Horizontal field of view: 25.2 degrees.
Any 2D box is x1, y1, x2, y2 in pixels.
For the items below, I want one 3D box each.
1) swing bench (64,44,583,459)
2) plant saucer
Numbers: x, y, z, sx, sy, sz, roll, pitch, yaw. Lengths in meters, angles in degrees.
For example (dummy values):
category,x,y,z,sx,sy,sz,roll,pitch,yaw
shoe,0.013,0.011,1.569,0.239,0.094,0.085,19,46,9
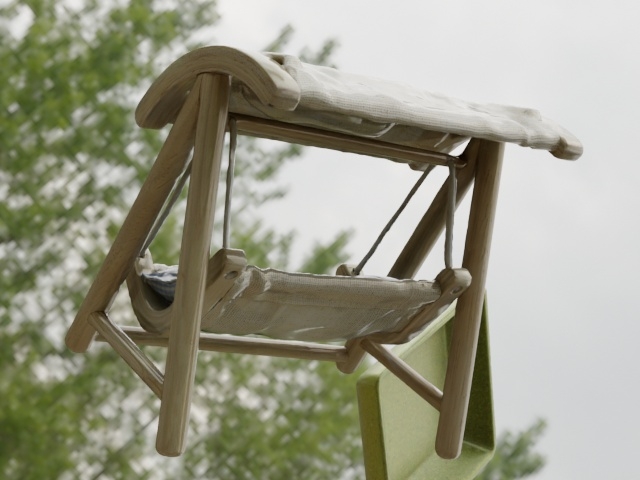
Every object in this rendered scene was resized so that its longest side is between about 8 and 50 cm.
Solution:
category,x,y,z,sx,sy,sz,roll,pitch,yaw
swing bench,0.000,0.000,0.967,0.253,0.254,0.165,8,18,-36
plant saucer,0.091,0.156,1.292,0.045,0.188,0.188,12,-59,34
